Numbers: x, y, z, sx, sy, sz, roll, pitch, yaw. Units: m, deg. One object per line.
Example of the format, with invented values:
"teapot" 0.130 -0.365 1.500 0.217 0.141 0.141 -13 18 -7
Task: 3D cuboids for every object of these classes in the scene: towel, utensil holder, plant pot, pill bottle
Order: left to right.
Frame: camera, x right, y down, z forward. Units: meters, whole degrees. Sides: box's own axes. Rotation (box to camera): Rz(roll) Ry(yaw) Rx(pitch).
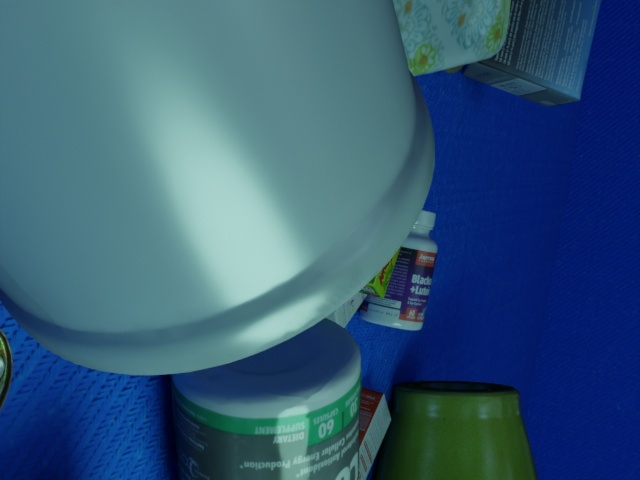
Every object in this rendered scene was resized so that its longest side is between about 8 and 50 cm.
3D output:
"utensil holder" -0.128 -0.166 0.438 0.328 0.327 0.385 -60 146 -33
"pill bottle" -0.058 0.276 0.887 0.204 0.204 0.361 -35 131 -55
"pill bottle" 0.132 0.043 1.285 0.108 0.108 0.193 7 94 -64
"towel" 0.119 -0.369 0.998 0.374 0.090 0.321 -20 120 -38
"plant pot" 0.259 0.450 1.484 0.366 0.366 0.353 11 79 -64

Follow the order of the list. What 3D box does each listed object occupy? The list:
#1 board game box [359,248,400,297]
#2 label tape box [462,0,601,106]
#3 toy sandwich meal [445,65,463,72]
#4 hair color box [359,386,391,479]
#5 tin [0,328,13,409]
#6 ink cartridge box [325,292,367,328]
"board game box" 0.000 0.000 0.915 0.092 0.181 0.043 -69 152 -19
"label tape box" 0.377 -0.430 1.540 0.333 0.106 0.241 14 87 -23
"toy sandwich meal" 0.236 -0.345 1.412 0.085 0.029 0.086 -17 120 -33
"hair color box" 0.062 0.345 1.330 0.167 0.053 0.093 -61 150 -34
"tin" -0.296 0.110 0.532 0.189 0.040 0.106 -22 124 -60
"ink cartridge box" 0.035 0.039 1.139 0.181 0.061 0.104 -51 143 -45
